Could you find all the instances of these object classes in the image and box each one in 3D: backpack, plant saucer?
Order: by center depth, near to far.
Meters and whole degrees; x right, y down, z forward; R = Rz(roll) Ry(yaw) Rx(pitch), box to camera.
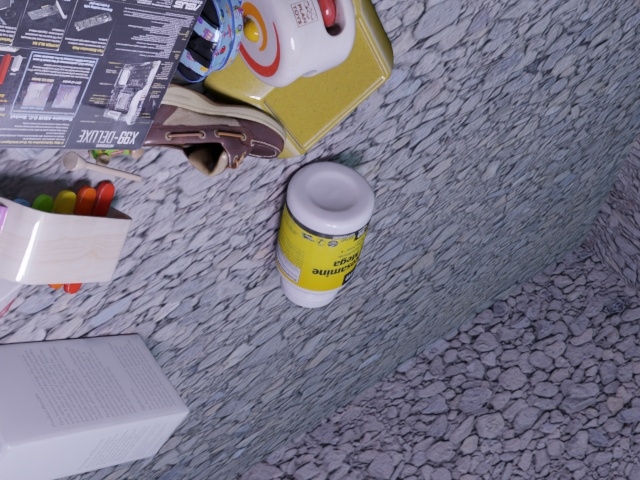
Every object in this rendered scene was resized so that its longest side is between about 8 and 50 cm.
[{"bbox_3d":[-0.170,-0.316,1.267,0.117,0.173,0.158,-16,144,-41],"label":"backpack"},{"bbox_3d":[-0.007,-0.299,1.627,0.333,0.081,0.333,-42,155,2],"label":"plant saucer"}]

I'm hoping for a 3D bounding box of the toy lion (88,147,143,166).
[{"bbox_3d":[-0.323,-0.174,1.453,0.100,0.034,0.096,-20,141,-36],"label":"toy lion"}]

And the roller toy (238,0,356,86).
[{"bbox_3d":[-0.053,-0.340,1.366,0.146,0.191,0.209,-26,151,-26],"label":"roller toy"}]

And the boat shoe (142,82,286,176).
[{"bbox_3d":[-0.184,-0.165,1.496,0.123,0.123,0.342,-5,170,33],"label":"boat shoe"}]

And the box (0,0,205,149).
[{"bbox_3d":[-0.312,-0.226,1.074,0.307,0.076,0.242,-6,135,-48],"label":"box"}]

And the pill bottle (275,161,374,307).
[{"bbox_3d":[0.000,0.000,1.986,0.188,0.188,0.334,-26,151,-28],"label":"pill bottle"}]

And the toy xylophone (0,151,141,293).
[{"bbox_3d":[-0.402,-0.025,1.448,0.236,0.081,0.323,-67,160,-1],"label":"toy xylophone"}]

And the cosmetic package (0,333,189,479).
[{"bbox_3d":[-0.507,0.331,1.771,0.161,0.230,0.453,-51,152,22],"label":"cosmetic package"}]

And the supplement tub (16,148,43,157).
[{"bbox_3d":[-0.362,-0.210,1.237,0.190,0.117,0.117,-37,154,-8],"label":"supplement tub"}]

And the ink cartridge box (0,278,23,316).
[{"bbox_3d":[-0.577,0.125,1.427,0.198,0.067,0.115,-47,-178,-43],"label":"ink cartridge box"}]
